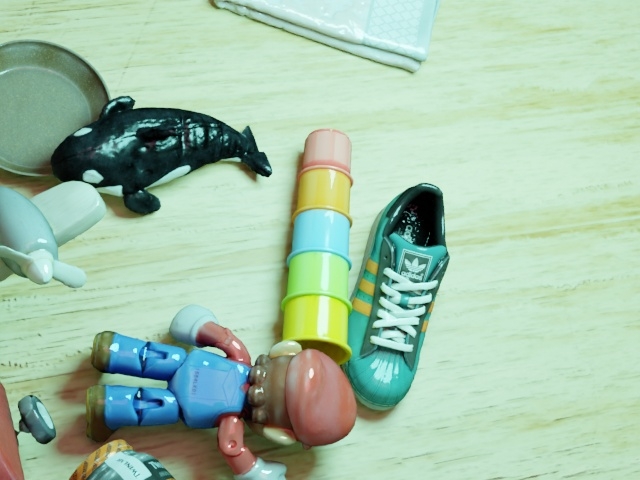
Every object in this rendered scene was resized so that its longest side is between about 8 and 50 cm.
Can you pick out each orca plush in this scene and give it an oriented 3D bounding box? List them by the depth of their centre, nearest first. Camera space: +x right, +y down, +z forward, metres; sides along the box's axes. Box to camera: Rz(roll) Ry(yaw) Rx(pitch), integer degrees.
[{"bbox_3d":[-0.187,-0.112,1.895,0.287,0.102,0.151,9,77,-26],"label":"orca plush"}]

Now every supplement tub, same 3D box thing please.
[{"bbox_3d":[-0.194,0.322,1.692,0.117,0.117,0.190,-36,69,-27],"label":"supplement tub"}]

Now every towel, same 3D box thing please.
[{"bbox_3d":[0.034,-0.425,2.155,0.317,0.053,0.331,18,61,-7],"label":"towel"}]

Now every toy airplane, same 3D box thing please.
[{"bbox_3d":[-0.460,0.077,1.647,0.384,0.272,0.386,13,75,12],"label":"toy airplane"}]

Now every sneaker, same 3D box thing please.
[{"bbox_3d":[0.097,0.061,1.906,0.108,0.121,0.302,15,63,-9],"label":"sneaker"}]

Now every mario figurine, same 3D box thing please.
[{"bbox_3d":[-0.117,0.196,1.805,0.321,0.170,0.198,7,106,-3],"label":"mario figurine"}]

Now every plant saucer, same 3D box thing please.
[{"bbox_3d":[-0.367,-0.164,1.924,0.199,0.036,0.198,7,63,-14],"label":"plant saucer"}]

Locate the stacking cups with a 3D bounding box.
[{"bbox_3d":[0.000,0.000,1.920,0.096,0.096,0.316,9,64,-12],"label":"stacking cups"}]
